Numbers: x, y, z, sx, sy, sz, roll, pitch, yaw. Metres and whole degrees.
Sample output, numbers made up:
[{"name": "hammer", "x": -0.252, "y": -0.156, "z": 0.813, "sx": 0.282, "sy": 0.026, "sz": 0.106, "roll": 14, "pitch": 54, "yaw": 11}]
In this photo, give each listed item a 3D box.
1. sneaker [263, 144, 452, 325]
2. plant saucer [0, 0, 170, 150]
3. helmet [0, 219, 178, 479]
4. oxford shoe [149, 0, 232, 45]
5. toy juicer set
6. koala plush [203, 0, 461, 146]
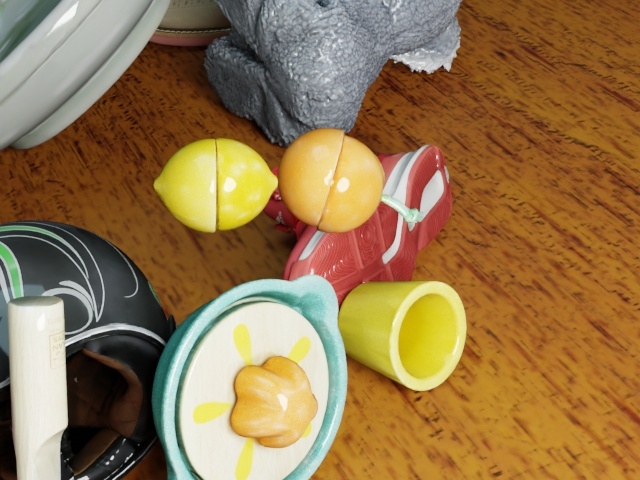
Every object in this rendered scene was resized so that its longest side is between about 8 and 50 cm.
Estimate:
[{"name": "sneaker", "x": 0.000, "y": 0.000, "z": 1.030, "sx": 0.128, "sy": 0.087, "sz": 0.221, "roll": -3, "pitch": 18, "yaw": 30}, {"name": "plant saucer", "x": -0.239, "y": -0.190, "z": 1.300, "sx": 0.400, "sy": 0.100, "sz": 0.400, "roll": -36, "pitch": 26, "yaw": 21}, {"name": "helmet", "x": -0.180, "y": 0.067, "z": 0.886, "sx": 0.169, "sy": 0.169, "sz": 0.161, "roll": -27, "pitch": 42, "yaw": -24}, {"name": "oxford shoe", "x": -0.173, "y": -0.285, "z": 1.471, "sx": 0.348, "sy": 0.130, "sz": 0.123, "roll": 10, "pitch": 37, "yaw": 14}, {"name": "toy juicer set", "x": -0.051, "y": 0.055, "z": 0.810, "sx": 0.329, "sy": 0.209, "sz": 0.089, "roll": -33, "pitch": 29, "yaw": -34}, {"name": "koala plush", "x": 0.031, "y": -0.195, "z": 1.239, "sx": 0.221, "sy": 0.196, "sz": 0.203, "roll": -24, "pitch": 44, "yaw": -21}]
